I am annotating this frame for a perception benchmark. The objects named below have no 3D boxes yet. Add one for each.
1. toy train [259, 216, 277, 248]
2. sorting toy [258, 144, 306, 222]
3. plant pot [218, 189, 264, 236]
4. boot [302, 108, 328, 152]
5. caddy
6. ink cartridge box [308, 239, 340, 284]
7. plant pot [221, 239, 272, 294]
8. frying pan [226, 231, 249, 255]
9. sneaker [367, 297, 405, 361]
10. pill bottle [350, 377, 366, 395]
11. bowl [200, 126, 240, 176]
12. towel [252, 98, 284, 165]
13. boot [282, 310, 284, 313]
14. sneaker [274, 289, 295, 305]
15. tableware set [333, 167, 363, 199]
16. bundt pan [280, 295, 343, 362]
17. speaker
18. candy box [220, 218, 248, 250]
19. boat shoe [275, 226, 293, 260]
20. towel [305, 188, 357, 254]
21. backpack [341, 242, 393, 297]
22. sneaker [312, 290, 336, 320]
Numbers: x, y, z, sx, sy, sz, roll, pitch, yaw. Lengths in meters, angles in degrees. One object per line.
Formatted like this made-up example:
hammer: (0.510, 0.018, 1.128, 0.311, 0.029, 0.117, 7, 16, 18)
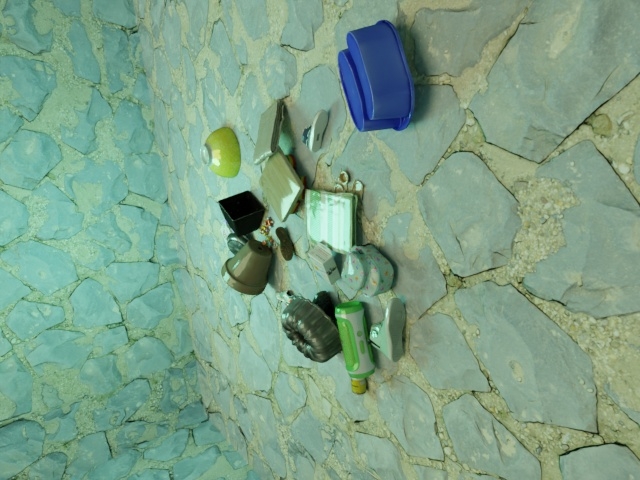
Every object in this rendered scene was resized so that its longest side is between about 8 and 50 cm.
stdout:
toy train: (-0.282, -0.036, 2.255, 0.125, 0.046, 0.166, -10, 94, 55)
sorting toy: (-0.161, -0.263, 1.971, 0.257, 0.089, 0.255, 60, 142, 22)
plant pot: (-0.427, -0.132, 2.317, 0.187, 0.188, 0.167, 46, 147, 34)
boot: (-0.031, -0.459, 1.737, 0.086, 0.069, 0.190, 47, 138, 30)
caddy: (0.187, -0.507, 1.338, 0.241, 0.179, 0.341, 157, 98, -79)
ink cartridge box: (0.012, 0.095, 1.819, 0.104, 0.061, 0.181, 33, 154, 42)
plant pot: (-0.372, 0.129, 2.297, 0.263, 0.263, 0.229, 50, 120, 32)
frying pan: (-0.498, 0.067, 2.520, 0.197, 0.053, 0.326, 41, 138, -5)
sneaker: (0.240, 0.321, 1.624, 0.151, 0.094, 0.256, 22, 118, 52)
pill bottle: (0.165, 0.609, 1.854, 0.065, 0.065, 0.116, 12, 111, 52)
bowl: (-0.590, -0.493, 2.424, 0.289, 0.156, 0.289, 24, 120, 49)
towel: (-0.236, -0.491, 1.942, 0.187, 0.049, 0.282, -18, 59, 55)
boot: (-0.123, 0.348, 2.127, 0.121, 0.099, 0.045, -35, 72, 52)
sneaker: (-0.180, 0.286, 2.234, 0.161, 0.057, 0.075, 27, 106, 48)
tableware set: (0.106, -0.198, 1.688, 0.169, 0.020, 0.141, 48, 137, 33)
bundt pan: (-0.055, 0.413, 1.900, 0.331, 0.124, 0.331, 36, 149, 26)
speaker: (0.143, 0.408, 1.762, 0.131, 0.131, 0.297, -6, 97, 55)
candy box: (-0.522, -0.054, 2.558, 0.196, 0.070, 0.165, -47, 65, 50)
boat shoe: (-0.178, 0.019, 2.129, 0.060, 0.064, 0.178, 100, 152, -80)
towel: (0.037, -0.086, 1.764, 0.325, 0.038, 0.248, 17, 110, 52)
backpack: (0.177, 0.119, 1.599, 0.188, 0.144, 0.166, 40, 127, 37)
sneaker: (0.001, 0.351, 1.968, 0.130, 0.087, 0.227, 56, 135, 36)
